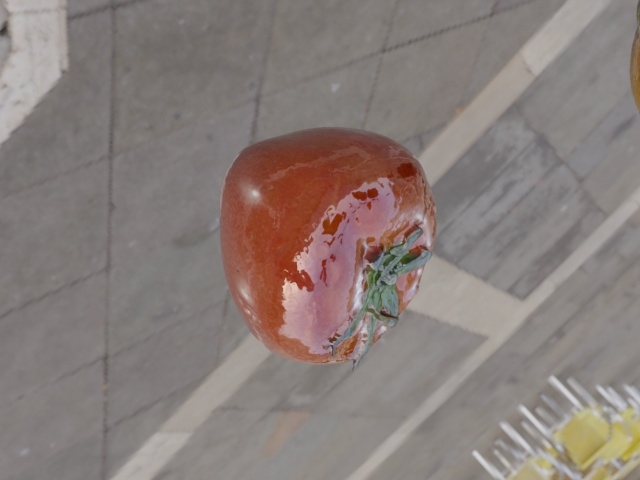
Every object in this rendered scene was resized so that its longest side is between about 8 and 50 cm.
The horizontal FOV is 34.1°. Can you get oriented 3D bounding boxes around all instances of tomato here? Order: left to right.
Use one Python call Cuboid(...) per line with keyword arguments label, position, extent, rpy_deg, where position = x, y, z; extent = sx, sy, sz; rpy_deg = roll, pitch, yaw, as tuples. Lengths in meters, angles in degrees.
Cuboid(label="tomato", position=(0.000, 0.000, 1.460), extent=(0.341, 0.273, 0.341), rpy_deg=(-35, 138, -39))

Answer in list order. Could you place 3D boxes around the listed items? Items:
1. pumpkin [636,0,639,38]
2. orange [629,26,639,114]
Cuboid(label="pumpkin", position=(0.373, -0.202, 0.858), extent=(0.217, 0.217, 0.110), rpy_deg=(-36, 153, -14))
Cuboid(label="orange", position=(0.443, -0.199, 1.113), extent=(0.236, 0.236, 0.236), rpy_deg=(-35, 156, -18))
